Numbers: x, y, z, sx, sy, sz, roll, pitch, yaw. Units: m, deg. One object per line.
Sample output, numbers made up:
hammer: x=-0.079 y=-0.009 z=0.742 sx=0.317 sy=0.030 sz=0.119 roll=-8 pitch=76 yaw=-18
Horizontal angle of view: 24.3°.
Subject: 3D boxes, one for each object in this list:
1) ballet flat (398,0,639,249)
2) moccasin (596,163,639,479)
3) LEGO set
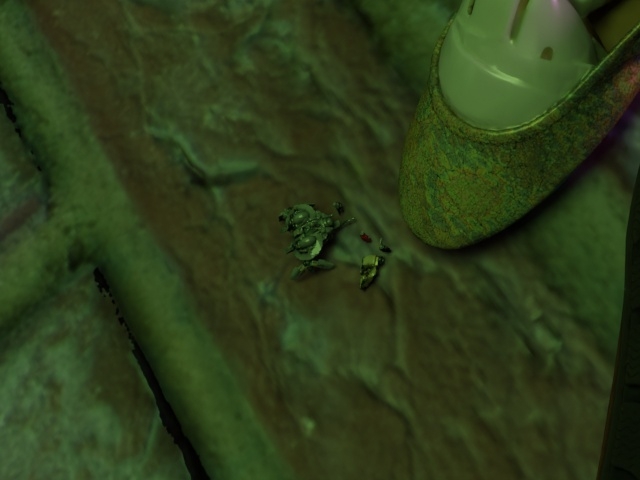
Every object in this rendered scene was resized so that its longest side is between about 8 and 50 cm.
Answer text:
ballet flat: x=0.151 y=-0.149 z=0.824 sx=0.348 sy=0.123 sz=0.123 roll=-46 pitch=54 yaw=4
moccasin: x=0.227 y=0.036 z=0.696 sx=0.139 sy=0.147 sz=0.380 roll=-3 pitch=70 yaw=44
LEGO set: x=0.002 y=-0.002 z=0.897 sx=0.083 sy=0.023 sz=0.054 roll=6 pitch=72 yaw=31
